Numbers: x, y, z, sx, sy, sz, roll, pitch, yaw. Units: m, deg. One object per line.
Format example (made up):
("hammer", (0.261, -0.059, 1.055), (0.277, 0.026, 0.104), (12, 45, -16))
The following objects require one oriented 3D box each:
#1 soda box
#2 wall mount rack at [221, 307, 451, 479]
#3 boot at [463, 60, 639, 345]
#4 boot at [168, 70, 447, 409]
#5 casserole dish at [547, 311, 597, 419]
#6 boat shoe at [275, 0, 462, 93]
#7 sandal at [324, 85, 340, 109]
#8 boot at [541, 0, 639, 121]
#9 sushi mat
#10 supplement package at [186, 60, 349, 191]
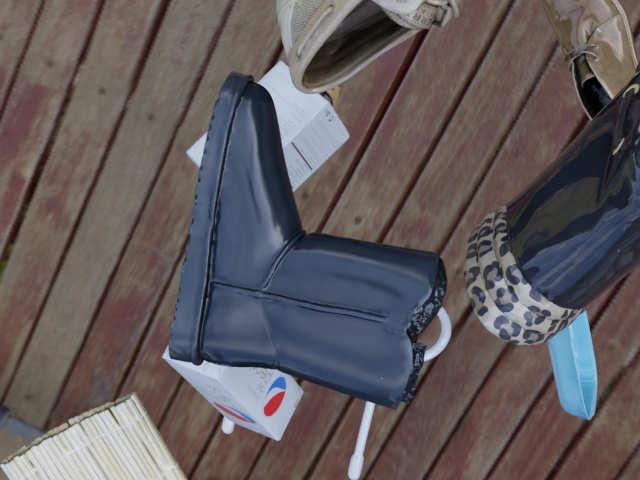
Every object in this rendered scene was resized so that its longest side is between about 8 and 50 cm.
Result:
("soda box", (-0.089, 0.146, 1.182), (0.074, 0.216, 0.069), (19, 71, 24))
("wall mount rack", (0.006, 0.160, 1.596), (0.350, 0.304, 0.130), (16, 150, 17))
("boot", (0.282, -0.069, 0.985), (0.138, 0.377, 0.284), (43, 121, -3))
("boot", (0.000, 0.000, 0.878), (0.207, 0.094, 0.246), (9, 85, 1))
("casserole dish", (0.318, 0.139, 1.383), (0.037, 0.114, 0.188), (-6, 116, 24))
("boat shoe", (0.092, -0.238, 0.975), (0.341, 0.122, 0.110), (-28, 59, 45))
("sandal", (-0.003, -0.241, 1.626), (0.060, 0.090, 0.219), (-11, 76, 9))
("boot", (0.420, -0.295, 1.688), (0.112, 0.115, 0.305), (-31, 85, 40))
("sushi mat", (-0.184, 0.318, 1.131), (0.151, 0.019, 0.316), (-29, 105, -1))
("supplement package", (-0.069, -0.128, 1.460), (0.179, 0.105, 0.105), (-44, 62, -2))
